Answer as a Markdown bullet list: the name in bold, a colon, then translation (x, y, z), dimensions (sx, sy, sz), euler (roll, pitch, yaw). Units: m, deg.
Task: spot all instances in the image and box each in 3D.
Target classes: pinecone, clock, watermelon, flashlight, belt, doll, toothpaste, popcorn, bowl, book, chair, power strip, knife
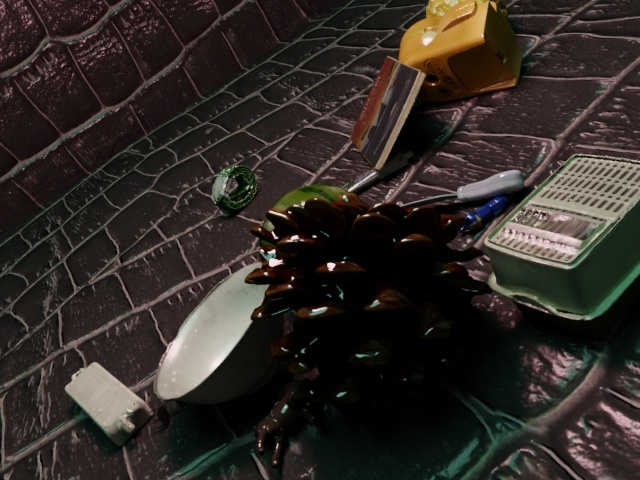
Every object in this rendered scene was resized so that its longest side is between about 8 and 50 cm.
- **pinecone**: translation (0.074, 0.095, 1.101), dimensions (0.397, 0.398, 0.398), euler (-23, 29, 14)
- **clock**: translation (0.363, -0.505, 1.889), dimensions (0.317, 0.244, 0.200), euler (-14, 50, 36)
- **watermelon**: translation (-0.003, 0.000, 1.423), dimensions (0.242, 0.242, 0.242), euler (-23, 29, 14)
- **flashlight**: translation (0.334, -0.052, 1.398), dimensions (0.121, 0.057, 0.035), euler (-31, 63, -14)
- **belt**: translation (-0.263, -0.154, 2.043), dimensions (0.079, 0.121, 0.151), euler (1, 46, 42)
- **doll**: translation (-0.060, 0.297, 1.182), dimensions (0.139, 0.057, 0.165), euler (-49, 12, -4)
- **toothpaste**: translation (0.138, -0.168, 1.770), dimensions (0.233, 0.038, 0.060), euler (-30, 20, 4)
- **popcorn**: translation (0.452, -0.697, 2.128), dimensions (0.252, 0.215, 0.286), euler (-12, 56, -29)
- **bowl**: translation (-0.159, 0.205, 1.312), dimensions (0.313, 0.146, 0.313), euler (-38, 24, 21)
- **book**: translation (0.171, -0.352, 1.848), dimensions (0.374, 0.028, 0.263), euler (-111, 43, -68)
- **chair**: translation (-0.309, 0.345, 1.372), dimensions (0.086, 0.037, 0.042), euler (-30, 16, 11)
- **power strip**: translation (-0.462, 0.350, 1.489), dimensions (0.098, 0.058, 0.338), euler (-43, 30, -23)
- **knife**: translation (0.276, -0.094, 1.489), dimensions (0.331, 0.044, 0.080), euler (-13, -4, 34)

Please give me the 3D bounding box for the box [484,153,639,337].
- **box**: translation (0.418, 0.003, 1.084), dimensions (0.290, 0.166, 0.220), euler (-41, 29, -17)
